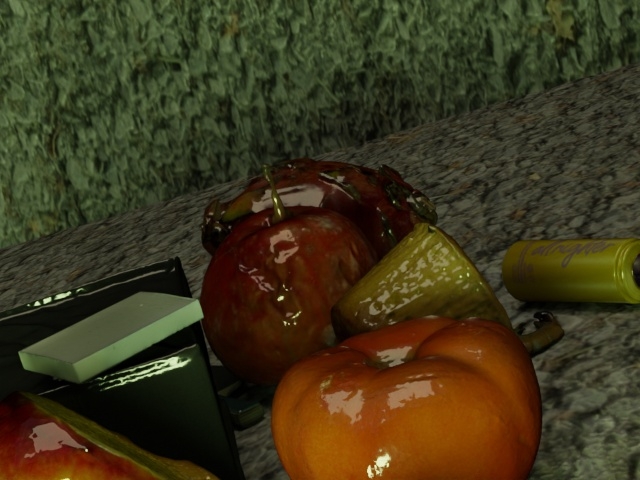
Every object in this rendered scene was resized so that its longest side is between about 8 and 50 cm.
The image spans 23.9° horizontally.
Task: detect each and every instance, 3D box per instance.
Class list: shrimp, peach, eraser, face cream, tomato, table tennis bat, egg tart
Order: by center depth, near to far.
[{"bbox_3d":[-0.200,0.242,1.262,0.245,0.248,0.275,-36,-4,7],"label":"peach"},{"bbox_3d":[0.082,0.169,1.322,0.260,0.180,0.260,-15,15,4],"label":"tomato"},{"bbox_3d":[-0.200,0.090,1.446,0.150,0.023,0.104,-27,20,-36],"label":"eraser"},{"bbox_3d":[0.104,0.094,1.610,0.147,0.202,0.202,-29,14,-11],"label":"egg tart"},{"bbox_3d":[0.207,0.104,1.774,0.124,0.034,0.178,-21,14,-29],"label":"shrimp"},{"bbox_3d":[0.336,0.036,1.786,0.078,0.078,0.273,-27,16,-36],"label":"face cream"},{"bbox_3d":[-0.157,0.198,1.884,0.173,0.022,0.301,-26,15,-29],"label":"table tennis bat"}]

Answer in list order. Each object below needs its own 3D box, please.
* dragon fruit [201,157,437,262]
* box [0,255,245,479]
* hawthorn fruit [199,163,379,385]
[{"bbox_3d":[-0.004,0.000,2.090,0.315,0.250,0.250,-6,10,-14],"label":"dragon fruit"},{"bbox_3d":[-0.224,0.182,1.569,0.251,0.204,0.345,-17,17,-5],"label":"box"},{"bbox_3d":[-0.035,0.037,1.845,0.242,0.271,0.242,-9,7,1],"label":"hawthorn fruit"}]
